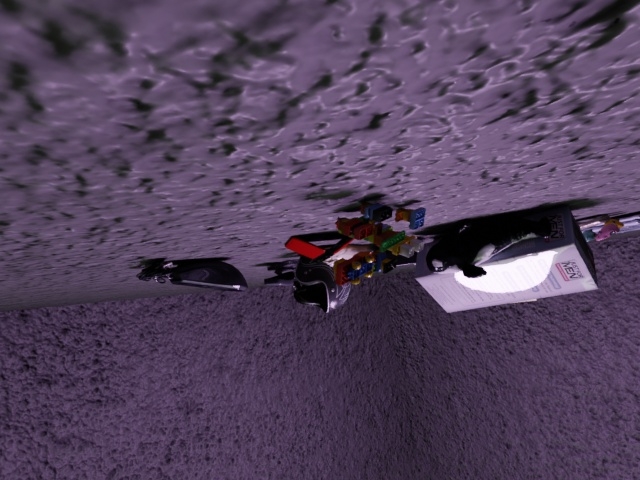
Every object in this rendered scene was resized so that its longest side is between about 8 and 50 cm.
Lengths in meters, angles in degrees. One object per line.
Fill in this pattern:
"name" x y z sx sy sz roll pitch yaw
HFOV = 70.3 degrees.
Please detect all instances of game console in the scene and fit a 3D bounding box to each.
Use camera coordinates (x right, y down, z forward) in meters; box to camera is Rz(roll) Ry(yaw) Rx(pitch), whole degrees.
"game console" 0.000 0.000 1.017 0.124 0.085 0.144 -37 -179 -14

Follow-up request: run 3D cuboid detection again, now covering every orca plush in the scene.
"orca plush" 0.356 -0.002 1.022 0.287 0.151 0.102 -10 142 42

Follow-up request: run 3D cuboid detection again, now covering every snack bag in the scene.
"snack bag" 1.003 -0.051 1.516 0.342 0.037 0.323 -4 173 -24

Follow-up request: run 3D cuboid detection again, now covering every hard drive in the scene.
"hard drive" 0.237 0.047 1.384 0.171 0.054 0.254 -8 179 8

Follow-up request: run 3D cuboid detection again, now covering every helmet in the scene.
"helmet" 0.008 0.120 1.316 0.161 0.170 0.169 14 175 6

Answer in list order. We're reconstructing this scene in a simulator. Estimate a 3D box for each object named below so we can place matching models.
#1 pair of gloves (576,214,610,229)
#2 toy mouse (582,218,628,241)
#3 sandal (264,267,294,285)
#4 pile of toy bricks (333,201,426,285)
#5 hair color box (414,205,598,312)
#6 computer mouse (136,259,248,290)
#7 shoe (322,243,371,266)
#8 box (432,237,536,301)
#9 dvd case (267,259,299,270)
"pair of gloves" 0.691 -0.030 1.330 0.240 0.042 0.204 -11 169 -27
"toy mouse" 0.805 -0.025 1.313 0.143 0.031 0.161 -28 177 0
"sandal" -0.123 0.117 1.565 0.097 0.055 0.254 -2 -177 16
"pile of toy bricks" 0.074 -0.014 0.725 0.105 0.118 0.212 22 -150 37
"hair color box" 0.445 0.061 1.122 0.374 0.114 0.185 -17 133 37
"computer mouse" -0.310 0.080 1.160 0.272 0.072 0.188 12 165 -32
"shoe" 0.067 0.044 1.244 0.219 0.058 0.076 0 170 -44
"box" 0.478 0.083 1.330 0.243 0.117 0.213 -13 133 33
"dvd case" -0.051 0.082 1.582 0.221 0.018 0.164 -1 170 -32
